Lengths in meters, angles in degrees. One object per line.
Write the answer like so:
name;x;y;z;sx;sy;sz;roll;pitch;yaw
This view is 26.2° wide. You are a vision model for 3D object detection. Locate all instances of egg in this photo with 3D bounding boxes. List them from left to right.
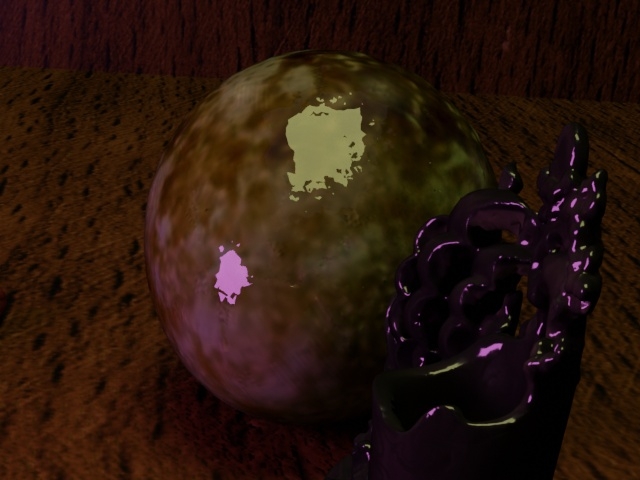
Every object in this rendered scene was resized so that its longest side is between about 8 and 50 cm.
egg;0.000;0.000;0.903;0.238;0.238;0.289;6;24;6

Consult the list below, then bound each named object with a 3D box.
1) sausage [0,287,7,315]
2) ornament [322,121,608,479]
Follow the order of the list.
sausage;-0.284;0.069;0.952;0.034;0.034;0.253;9;15;16
ornament;0.065;0.063;0.646;0.106;0.260;0.251;9;13;-4
